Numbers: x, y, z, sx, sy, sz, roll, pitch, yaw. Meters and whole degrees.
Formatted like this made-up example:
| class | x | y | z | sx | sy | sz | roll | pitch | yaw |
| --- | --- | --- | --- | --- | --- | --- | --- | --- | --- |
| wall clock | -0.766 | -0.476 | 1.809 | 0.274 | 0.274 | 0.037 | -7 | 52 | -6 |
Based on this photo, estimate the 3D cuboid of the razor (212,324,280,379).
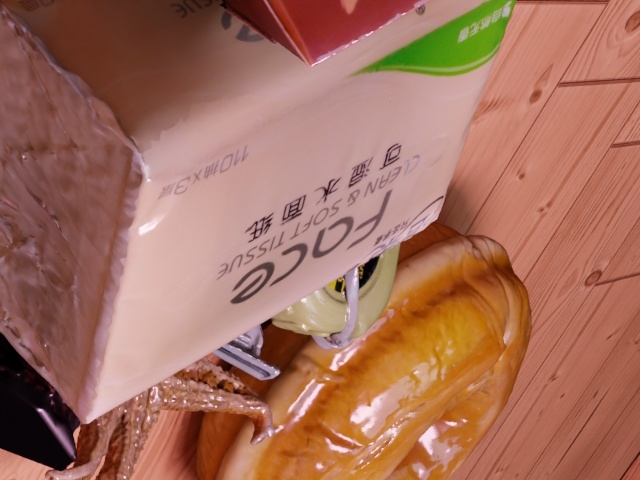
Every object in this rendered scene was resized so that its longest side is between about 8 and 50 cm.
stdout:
| class | x | y | z | sx | sy | sz | roll | pitch | yaw |
| --- | --- | --- | --- | --- | --- | --- | --- | --- | --- |
| razor | -0.024 | 0.000 | 1.864 | 0.111 | 0.056 | 0.278 | 31 | 95 | -29 |

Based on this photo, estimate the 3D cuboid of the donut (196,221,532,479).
| class | x | y | z | sx | sy | sz | roll | pitch | yaw |
| --- | --- | --- | --- | --- | --- | --- | --- | --- | --- |
| donut | 0.054 | 0.173 | 2.070 | 0.449 | 0.198 | 0.449 | -40 | 158 | -20 |

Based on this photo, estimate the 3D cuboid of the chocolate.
| class | x | y | z | sx | sy | sz | roll | pitch | yaw |
| --- | --- | --- | --- | --- | --- | --- | --- | --- | --- |
| chocolate | -0.236 | 0.089 | 1.563 | 0.133 | 0.156 | 0.156 | -56 | 161 | -26 |

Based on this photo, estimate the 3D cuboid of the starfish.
| class | x | y | z | sx | sy | sz | roll | pitch | yaw |
| --- | --- | --- | --- | --- | --- | --- | --- | --- | --- |
| starfish | -0.140 | 0.117 | 1.736 | 0.327 | 0.094 | 0.375 | 23 | 88 | -61 |

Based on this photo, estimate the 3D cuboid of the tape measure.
| class | x | y | z | sx | sy | sz | roll | pitch | yaw |
| --- | --- | --- | --- | --- | --- | --- | --- | --- | --- |
| tape measure | 0.000 | 0.000 | 1.749 | 0.175 | 0.106 | 0.200 | 10 | 90 | -49 |

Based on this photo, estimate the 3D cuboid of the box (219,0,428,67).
| class | x | y | z | sx | sy | sz | roll | pitch | yaw |
| --- | --- | --- | --- | --- | --- | --- | --- | --- | --- |
| box | 0.099 | -0.269 | 1.145 | 0.385 | 0.122 | 0.344 | -31 | -164 | -3 |

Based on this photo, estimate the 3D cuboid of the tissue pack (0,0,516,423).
| class | x | y | z | sx | sy | sz | roll | pitch | yaw |
| --- | --- | --- | --- | --- | --- | --- | --- | --- | --- |
| tissue pack | -0.062 | -0.091 | 1.472 | 0.405 | 0.205 | 0.331 | -29 | 154 | -34 |
